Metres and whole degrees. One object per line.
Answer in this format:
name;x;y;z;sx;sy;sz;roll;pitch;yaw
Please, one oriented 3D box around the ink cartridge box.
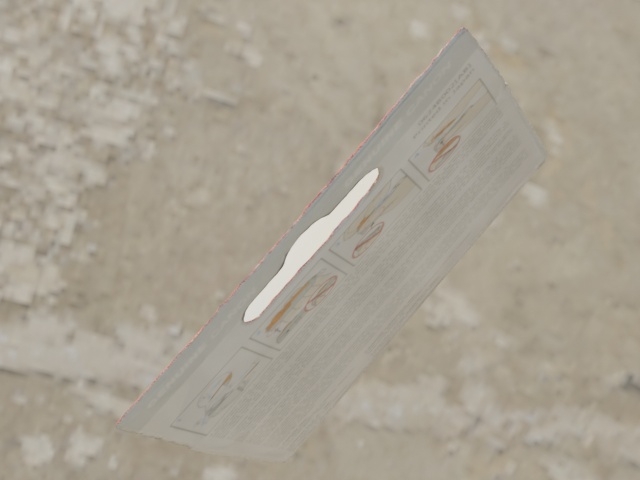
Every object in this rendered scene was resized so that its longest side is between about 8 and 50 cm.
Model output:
ink cartridge box;0.000;0.000;1.293;0.091;0.308;0.385;42;2;16
